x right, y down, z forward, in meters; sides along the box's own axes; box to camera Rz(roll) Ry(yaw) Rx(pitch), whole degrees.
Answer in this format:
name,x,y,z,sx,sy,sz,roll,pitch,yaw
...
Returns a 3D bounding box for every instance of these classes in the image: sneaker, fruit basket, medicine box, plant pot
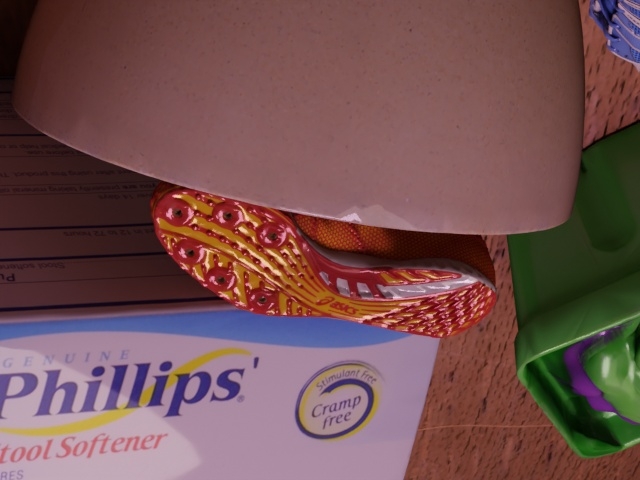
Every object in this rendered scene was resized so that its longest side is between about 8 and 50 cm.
name,x,y,z,sx,sy,sz,roll,pitch,yaw
sneaker,0.206,-0.153,1.018,0.081,0.080,0.211,-34,146,18
fruit basket,0.335,0.070,1.175,0.392,0.392,0.283,-25,149,10
sneaker,0.000,0.000,0.770,0.175,0.067,0.064,16,128,-23
medicine box,-0.118,0.027,0.895,0.263,0.289,0.149,-3,120,-26
plant pot,0.006,-0.136,0.791,0.284,0.284,0.191,2,108,-33
